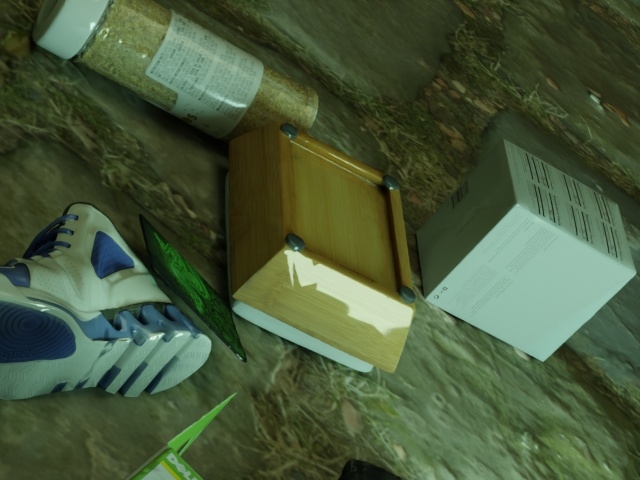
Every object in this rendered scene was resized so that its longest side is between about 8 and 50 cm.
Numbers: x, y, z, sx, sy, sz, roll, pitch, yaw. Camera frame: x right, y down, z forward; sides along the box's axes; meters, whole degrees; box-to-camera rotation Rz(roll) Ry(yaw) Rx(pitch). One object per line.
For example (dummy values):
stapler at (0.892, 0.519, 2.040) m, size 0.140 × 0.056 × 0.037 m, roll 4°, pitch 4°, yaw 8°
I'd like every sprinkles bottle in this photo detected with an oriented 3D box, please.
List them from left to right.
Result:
sprinkles bottle at (-0.176, -0.217, 2.161) m, size 0.355 × 0.121 × 0.121 m, roll 28°, pitch 33°, yaw -22°

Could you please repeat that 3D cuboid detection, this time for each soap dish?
soap dish at (0.000, 0.000, 2.084) m, size 0.229 × 0.118 × 0.291 m, roll 27°, pitch 34°, yaw -24°

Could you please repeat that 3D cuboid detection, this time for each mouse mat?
mouse mat at (-0.139, 0.049, 1.873) m, size 0.152 × 0.007 × 0.190 m, roll 47°, pitch 4°, yaw -20°

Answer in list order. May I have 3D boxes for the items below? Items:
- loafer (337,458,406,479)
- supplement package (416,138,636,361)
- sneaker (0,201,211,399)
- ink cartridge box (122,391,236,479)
loafer at (0.116, 0.301, 1.864) m, size 0.223 × 0.076 × 0.078 m, roll 29°, pitch 38°, yaw -15°
supplement package at (0.267, 0.014, 2.293) m, size 0.203 × 0.194 × 0.149 m, roll 28°, pitch 33°, yaw -23°
sneaker at (-0.267, 0.053, 1.724) m, size 0.315 × 0.127 × 0.182 m, roll 12°, pitch 36°, yaw -50°
ink cartridge box at (-0.146, 0.261, 1.505) m, size 0.097 × 0.189 × 0.255 m, roll 43°, pitch 30°, yaw 6°
